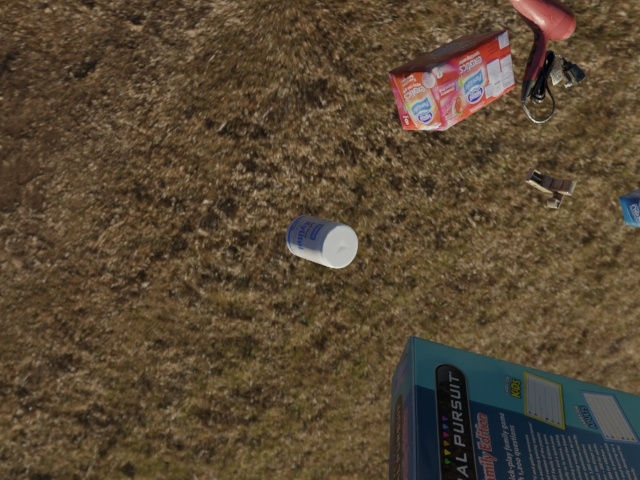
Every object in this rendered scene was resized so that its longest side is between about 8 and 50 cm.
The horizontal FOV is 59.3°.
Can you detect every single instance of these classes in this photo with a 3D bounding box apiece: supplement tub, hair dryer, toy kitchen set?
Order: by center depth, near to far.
[{"bbox_3d":[0.000,0.000,0.884,0.071,0.107,0.071,-7,103,-34],"label":"supplement tub"},{"bbox_3d":[0.499,-0.435,1.249,0.223,0.080,0.293,-42,110,-29],"label":"hair dryer"},{"bbox_3d":[0.530,-0.121,1.313,0.075,0.083,0.068,22,90,-28],"label":"toy kitchen set"}]

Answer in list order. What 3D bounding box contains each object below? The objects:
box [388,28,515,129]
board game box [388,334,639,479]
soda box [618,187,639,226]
[{"bbox_3d":[0.279,-0.336,1.173,0.257,0.122,0.128,-34,118,-30],"label":"box"},{"bbox_3d":[0.234,0.242,0.528,0.336,0.254,0.079,15,124,-1],"label":"board game box"},{"bbox_3d":[0.681,-0.060,1.098,0.071,0.210,0.067,-21,99,0],"label":"soda box"}]
